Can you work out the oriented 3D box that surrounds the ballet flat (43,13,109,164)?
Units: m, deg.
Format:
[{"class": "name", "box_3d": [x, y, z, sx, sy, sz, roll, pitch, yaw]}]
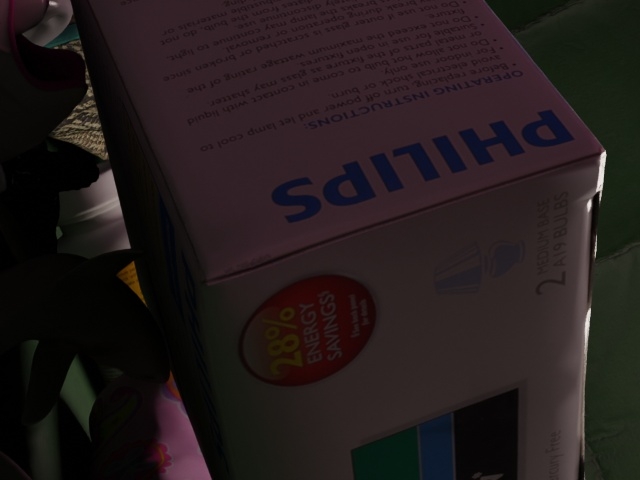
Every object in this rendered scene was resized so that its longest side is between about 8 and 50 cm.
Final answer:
[{"class": "ballet flat", "box_3d": [-0.202, -0.158, 1.491, 0.483, 0.182, 0.164, 52, 19, -85]}]

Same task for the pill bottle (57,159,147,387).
[{"class": "pill bottle", "box_3d": [-0.166, 0.037, 1.271, 0.117, 0.117, 0.208, -104, 172, -77]}]

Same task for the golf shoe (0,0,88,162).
[{"class": "golf shoe", "box_3d": [-0.249, -0.168, 0.862, 0.115, 0.140, 0.306, -109, 174, -47]}]

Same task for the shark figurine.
[{"class": "shark figurine", "box_3d": [-0.152, 0.046, 0.837, 0.166, 0.116, 0.278, 64, 20, -7]}]

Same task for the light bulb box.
[{"class": "light bulb box", "box_3d": [0.000, 0.000, 0.938, 0.361, 0.225, 0.358, -118, -165, -44]}]

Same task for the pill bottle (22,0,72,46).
[{"class": "pill bottle", "box_3d": [-0.274, -0.231, 1.009, 0.222, 0.124, 0.124, 63, 1, 4]}]

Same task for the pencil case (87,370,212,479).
[{"class": "pencil case", "box_3d": [-0.105, 0.217, 1.049, 0.284, 0.124, 0.124, -109, 177, -53]}]

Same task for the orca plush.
[{"class": "orca plush", "box_3d": [-0.213, -0.042, 1.029, 0.287, 0.102, 0.151, -108, 176, -58]}]
